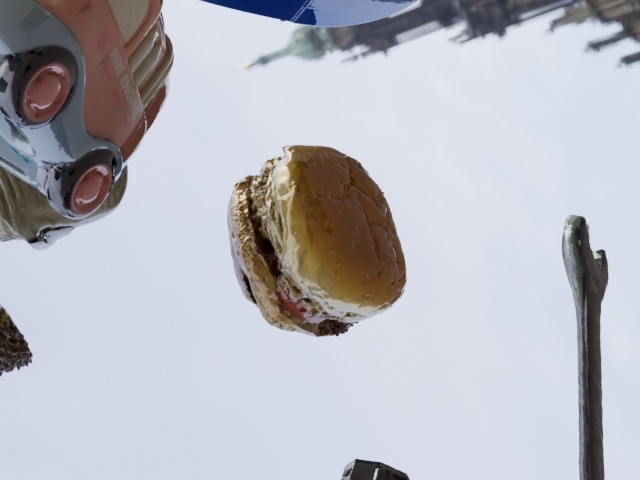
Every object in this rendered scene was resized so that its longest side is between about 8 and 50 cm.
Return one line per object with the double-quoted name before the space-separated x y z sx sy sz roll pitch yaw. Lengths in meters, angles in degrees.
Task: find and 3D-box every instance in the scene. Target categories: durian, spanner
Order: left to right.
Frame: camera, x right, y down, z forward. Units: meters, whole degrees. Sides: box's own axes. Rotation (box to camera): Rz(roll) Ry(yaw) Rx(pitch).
"durian" -0.423 0.117 1.398 0.091 0.188 0.148 -37 -99 -23
"spanner" 0.147 0.106 0.627 0.054 0.015 0.254 31 -124 -48

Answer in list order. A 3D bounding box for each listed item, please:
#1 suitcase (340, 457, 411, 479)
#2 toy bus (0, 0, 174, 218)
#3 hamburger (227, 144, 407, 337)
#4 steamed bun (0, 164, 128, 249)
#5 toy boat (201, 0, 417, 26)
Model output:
"suitcase" 0.009 0.352 0.986 0.285 0.066 0.206 -67 -10 -49
"toy bus" -0.234 -0.176 1.010 0.232 0.194 0.287 -47 -27 -23
"hamburger" 0.000 0.000 1.404 0.244 0.163 0.244 33 -142 -31
"steamed bun" -0.346 -0.089 1.296 0.218 0.144 0.211 -28 -85 -36
"toy boat" -0.010 -0.295 1.268 0.295 0.129 0.088 5 -123 -34
